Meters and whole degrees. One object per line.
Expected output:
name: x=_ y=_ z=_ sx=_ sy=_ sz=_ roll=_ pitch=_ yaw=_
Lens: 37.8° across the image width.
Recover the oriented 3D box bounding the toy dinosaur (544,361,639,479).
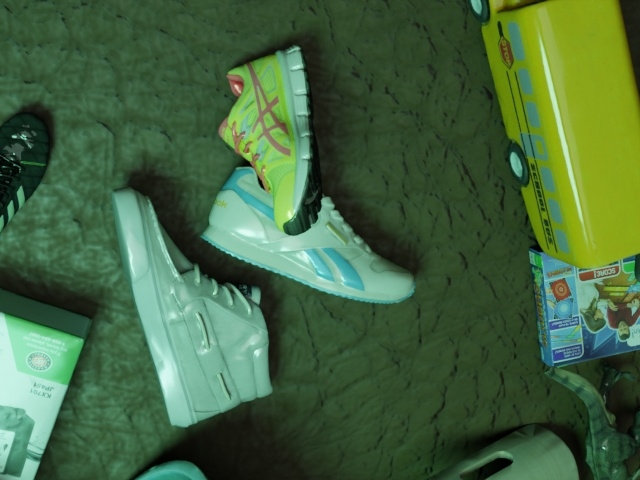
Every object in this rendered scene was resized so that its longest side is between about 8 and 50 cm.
toy dinosaur: x=0.326 y=0.209 z=1.047 sx=0.118 sy=0.064 sz=0.268 roll=-43 pitch=123 yaw=-31

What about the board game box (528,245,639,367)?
board game box: x=0.341 y=0.057 z=1.052 sx=0.201 sy=0.035 sz=0.136 roll=-10 pitch=102 yaw=-9

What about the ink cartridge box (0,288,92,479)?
ink cartridge box: x=-0.333 y=0.157 z=0.915 sx=0.153 sy=0.087 sz=0.208 roll=19 pitch=97 yaw=-13

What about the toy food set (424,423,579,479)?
toy food set: x=0.194 y=0.383 z=1.035 sx=0.220 sy=0.092 sz=0.305 roll=-16 pitch=101 yaw=-36

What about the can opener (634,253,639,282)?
can opener: x=0.398 y=-0.089 z=0.995 sx=0.095 sy=0.076 sz=0.283 roll=4 pitch=90 yaw=-9

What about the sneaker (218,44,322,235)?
sneaker: x=-0.050 y=-0.092 z=0.899 sx=0.094 sy=0.081 sz=0.208 roll=-8 pitch=57 yaw=2

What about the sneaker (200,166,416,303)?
sneaker: x=0.000 y=0.000 z=0.952 sx=0.229 sy=0.087 sz=0.092 roll=21 pitch=90 yaw=-16

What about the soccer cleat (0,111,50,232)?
soccer cleat: x=-0.313 y=-0.040 z=0.890 sx=0.060 sy=0.072 sz=0.178 roll=31 pitch=93 yaw=-15

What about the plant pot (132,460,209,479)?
plant pot: x=-0.086 y=0.444 z=0.909 sx=0.334 sy=0.341 sz=0.341 roll=37 pitch=92 yaw=-23

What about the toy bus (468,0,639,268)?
toy bus: x=0.247 y=-0.149 z=0.947 sx=0.108 sy=0.130 sz=0.332 roll=-18 pitch=103 yaw=-7

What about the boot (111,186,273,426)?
boot: x=-0.124 y=0.057 z=0.944 sx=0.124 sy=0.095 sz=0.258 roll=-17 pitch=111 yaw=-13
